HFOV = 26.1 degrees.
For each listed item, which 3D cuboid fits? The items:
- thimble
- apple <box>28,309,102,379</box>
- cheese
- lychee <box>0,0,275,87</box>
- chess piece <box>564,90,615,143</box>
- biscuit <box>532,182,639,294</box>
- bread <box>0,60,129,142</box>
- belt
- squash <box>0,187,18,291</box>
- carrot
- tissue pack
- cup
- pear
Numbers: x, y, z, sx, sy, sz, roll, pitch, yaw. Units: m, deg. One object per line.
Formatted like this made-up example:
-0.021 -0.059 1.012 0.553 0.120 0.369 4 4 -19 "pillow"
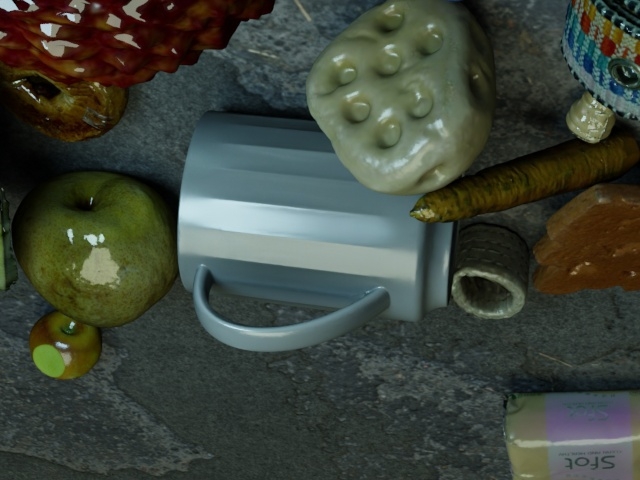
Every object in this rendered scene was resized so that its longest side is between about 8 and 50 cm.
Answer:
0.228 0.044 1.867 0.115 0.090 0.102 23 141 -16 "thimble"
-0.400 0.160 2.174 0.114 0.099 0.102 40 131 5 "apple"
0.093 -0.165 1.551 0.218 0.235 0.117 17 171 32 "cheese"
-0.211 -0.335 1.225 0.499 0.425 0.425 -14 144 -13 "lychee"
0.334 -0.188 1.575 0.060 0.060 0.172 14 141 -3 "chess piece"
0.386 -0.009 1.742 0.283 0.043 0.306 -12 154 18 "biscuit"
-0.325 -0.200 1.729 0.193 0.064 0.193 12 142 10 "bread"
0.396 -0.232 1.380 0.295 0.207 0.160 6 144 5 "belt"
-0.434 -0.064 1.784 0.210 0.234 0.309 -25 144 10 "squash"
0.239 -0.068 1.612 0.314 0.066 0.066 -18 151 -25 "carrot"
0.418 0.318 2.141 0.256 0.123 0.215 -5 138 9 "tissue pack"
0.000 0.000 1.685 0.326 0.323 0.237 7 142 8 "cup"
-0.303 0.015 1.886 0.228 0.188 0.211 5 129 9 "pear"
